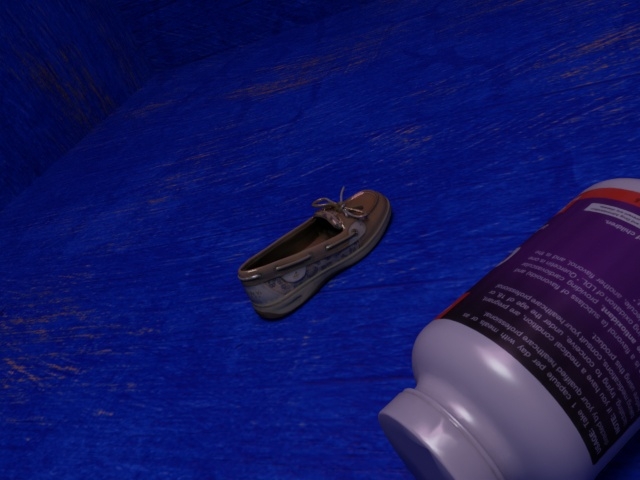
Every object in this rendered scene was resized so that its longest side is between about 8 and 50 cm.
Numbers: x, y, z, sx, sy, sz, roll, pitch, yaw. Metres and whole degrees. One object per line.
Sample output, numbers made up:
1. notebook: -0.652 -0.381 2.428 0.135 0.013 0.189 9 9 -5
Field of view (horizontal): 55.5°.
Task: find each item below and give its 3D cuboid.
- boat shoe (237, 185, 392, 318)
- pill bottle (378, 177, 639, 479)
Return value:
1. boat shoe: 0.000 0.000 0.933 0.285 0.089 0.104 -42 34 -26
2. pill bottle: 0.210 0.097 0.543 0.323 0.182 0.181 -36 32 -17
